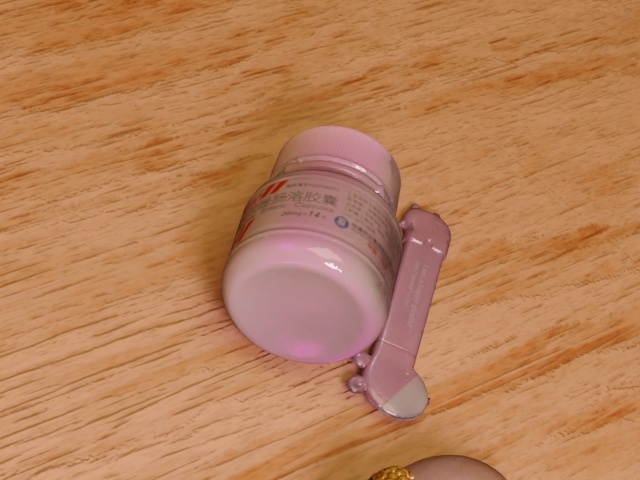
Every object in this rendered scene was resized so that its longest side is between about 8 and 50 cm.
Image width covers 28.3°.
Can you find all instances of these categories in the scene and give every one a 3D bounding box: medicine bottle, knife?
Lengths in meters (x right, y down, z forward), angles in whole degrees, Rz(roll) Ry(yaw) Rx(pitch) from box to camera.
[{"bbox_3d":[0.000,0.000,1.849,0.241,0.241,0.302,23,44,-8],"label":"medicine bottle"},{"bbox_3d":[0.136,0.104,1.968,0.132,0.038,0.399,25,52,-8],"label":"knife"}]

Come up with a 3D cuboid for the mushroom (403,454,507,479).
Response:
[{"bbox_3d":[0.174,0.404,1.717,0.226,0.178,0.227,-3,78,13],"label":"mushroom"}]

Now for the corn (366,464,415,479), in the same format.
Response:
[{"bbox_3d":[0.050,0.405,1.558,0.106,0.106,0.293,29,48,-4],"label":"corn"}]
